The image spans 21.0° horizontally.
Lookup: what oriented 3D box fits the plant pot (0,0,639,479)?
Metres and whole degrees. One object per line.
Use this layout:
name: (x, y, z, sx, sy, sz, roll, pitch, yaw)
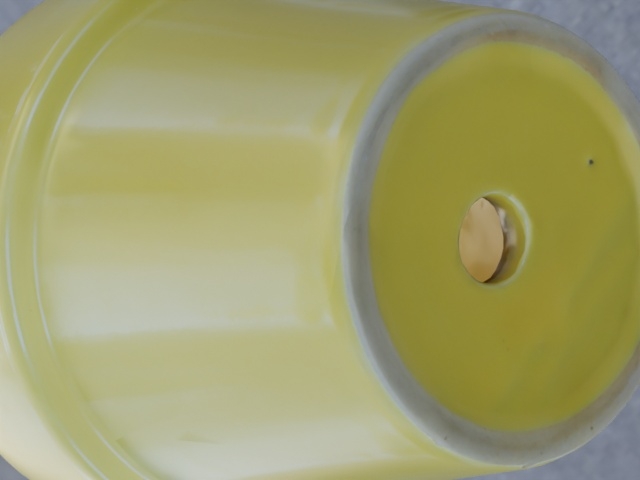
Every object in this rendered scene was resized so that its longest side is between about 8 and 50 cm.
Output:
plant pot: (0.000, 0.000, 0.697, 0.239, 0.254, 0.254, -2, 125, 54)
